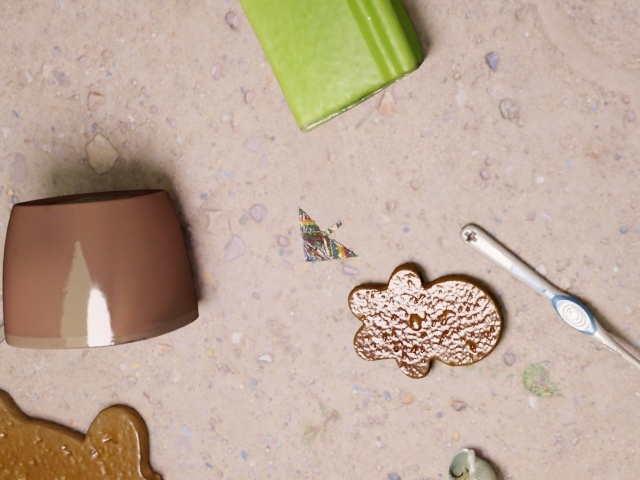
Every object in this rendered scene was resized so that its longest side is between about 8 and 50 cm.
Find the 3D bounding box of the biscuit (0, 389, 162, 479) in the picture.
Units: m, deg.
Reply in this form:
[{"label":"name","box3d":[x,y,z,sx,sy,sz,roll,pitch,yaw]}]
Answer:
[{"label":"biscuit","box3d":[-0.463,0.459,1.944,0.394,0.076,0.368,4,95,18]}]

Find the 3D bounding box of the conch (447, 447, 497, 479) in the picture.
[{"label":"conch","box3d":[0.234,0.363,1.675,0.076,0.056,0.085,-15,68,40]}]

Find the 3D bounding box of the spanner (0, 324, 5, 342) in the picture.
[{"label":"spanner","box3d":[-0.673,0.215,1.989,0.325,0.040,0.096,-38,88,24]}]

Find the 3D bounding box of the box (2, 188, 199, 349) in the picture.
[{"label":"box","box3d":[-0.341,0.036,1.690,0.301,0.301,0.216,-2,95,21]}]

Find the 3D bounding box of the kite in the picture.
[{"label":"kite","box3d":[0.000,0.000,1.695,0.122,0.004,0.090,44,115,5]}]

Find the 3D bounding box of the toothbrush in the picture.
[{"label":"toothbrush","box3d":[0.356,0.100,1.568,0.386,0.040,0.040,37,113,9]}]

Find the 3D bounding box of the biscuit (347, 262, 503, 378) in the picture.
[{"label":"biscuit","box3d":[0.158,0.122,1.649,0.236,0.039,0.180,-1,101,20]}]

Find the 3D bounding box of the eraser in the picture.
[{"label":"eraser","box3d":[0.009,-0.322,1.563,0.210,0.092,0.274,-26,92,24]}]
